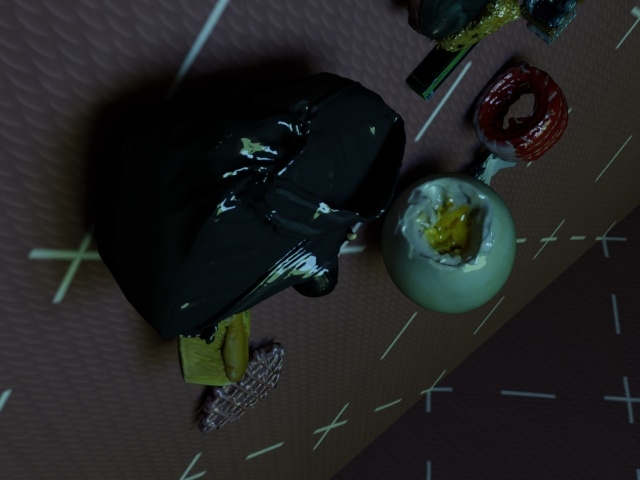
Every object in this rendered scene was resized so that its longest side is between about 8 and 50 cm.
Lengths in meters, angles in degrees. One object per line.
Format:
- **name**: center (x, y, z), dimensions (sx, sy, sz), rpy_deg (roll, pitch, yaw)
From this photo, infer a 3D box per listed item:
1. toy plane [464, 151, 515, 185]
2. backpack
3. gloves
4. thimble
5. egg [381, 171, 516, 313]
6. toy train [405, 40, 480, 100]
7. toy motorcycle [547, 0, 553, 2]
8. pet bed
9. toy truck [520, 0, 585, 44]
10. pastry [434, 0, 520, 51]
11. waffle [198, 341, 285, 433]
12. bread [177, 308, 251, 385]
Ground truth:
- **toy plane**: center (0.370, -0.150, 2.024), dimensions (0.160, 0.082, 0.234), rpy_deg (-46, 173, -27)
- **backpack**: center (-0.071, -0.065, 1.202), dimensions (0.446, 0.255, 0.363), rpy_deg (-32, 159, -37)
- **gloves**: center (0.000, 0.000, 1.584), dimensions (0.164, 0.124, 0.203), rpy_deg (-62, 157, -67)
- **thimble**: center (0.406, -0.253, 1.796), dimensions (0.189, 0.163, 0.125), rpy_deg (-58, 152, 9)
- **egg**: center (0.268, 0.012, 1.842), dimensions (0.278, 0.278, 0.336), rpy_deg (-45, 160, -5)
- **toy train**: center (0.236, -0.335, 1.531), dimensions (0.209, 0.044, 0.042), rpy_deg (-48, 156, 3)
- **toy motorcycle**: center (0.413, -0.513, 1.387), dimensions (0.275, 0.127, 0.205), rpy_deg (99, 16, -68)
- **pet bed**: center (0.203, -0.382, 1.296), dimensions (0.201, 0.053, 0.201), rpy_deg (-37, 154, -22)
- **toy truck**: center (0.465, -0.465, 1.667), dimensions (0.177, 0.080, 0.115), rpy_deg (-50, 161, 9)
- **pastry**: center (0.254, -0.354, 1.448), dimensions (0.080, 0.056, 0.140), rpy_deg (-4, 167, -42)
- **waffle**: center (-0.160, 0.307, 1.863), dimensions (0.221, 0.055, 0.234), rpy_deg (-22, 146, -45)
- **bread**: center (-0.172, 0.123, 1.447), dimensions (0.119, 0.152, 0.288), rpy_deg (-1, 143, -5)
